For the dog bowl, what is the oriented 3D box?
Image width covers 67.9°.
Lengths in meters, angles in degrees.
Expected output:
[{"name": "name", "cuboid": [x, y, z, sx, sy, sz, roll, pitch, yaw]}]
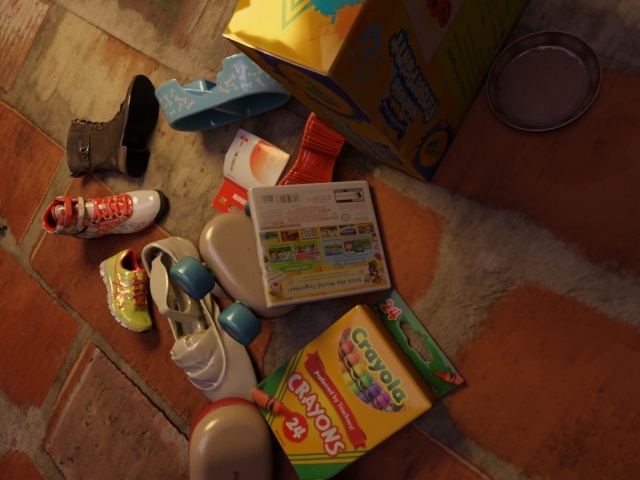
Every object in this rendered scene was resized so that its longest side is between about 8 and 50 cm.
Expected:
[{"name": "dog bowl", "cuboid": [-0.191, -0.292, 0.963, 0.297, 0.166, 0.074, -11, 91, 22]}]

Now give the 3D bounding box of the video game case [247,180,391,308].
[{"name": "video game case", "cuboid": [0.000, 0.000, 0.827, 0.026, 0.227, 0.206, 143, 119, -64]}]

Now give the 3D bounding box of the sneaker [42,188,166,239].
[{"name": "sneaker", "cuboid": [-0.494, -0.061, 1.071, 0.270, 0.145, 0.090, -13, 78, 22]}]

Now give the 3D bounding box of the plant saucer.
[{"name": "plant saucer", "cuboid": [0.361, -0.257, 0.777, 0.169, 0.029, 0.168, -3, 83, 23]}]

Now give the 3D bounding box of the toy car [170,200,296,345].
[{"name": "toy car", "cuboid": [-0.147, 0.066, 0.899, 0.210, 0.238, 0.219, 45, 63, -3]}]

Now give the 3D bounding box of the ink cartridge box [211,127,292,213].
[{"name": "ink cartridge box", "cuboid": [-0.149, -0.123, 0.981, 0.145, 0.045, 0.179, 32, 94, 25]}]

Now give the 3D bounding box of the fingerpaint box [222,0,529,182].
[{"name": "fingerpaint box", "cuboid": [0.124, -0.322, 0.664, 0.163, 0.445, 0.371, 31, 97, 25]}]

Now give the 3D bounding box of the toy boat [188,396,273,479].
[{"name": "toy boat", "cuboid": [-0.171, 0.395, 0.881, 0.151, 0.151, 0.230, -150, 59, -64]}]

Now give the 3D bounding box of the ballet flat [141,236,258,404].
[{"name": "ballet flat", "cuboid": [-0.258, 0.168, 0.945, 0.139, 0.139, 0.400, -33, 71, 17]}]

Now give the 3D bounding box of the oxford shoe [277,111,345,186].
[{"name": "oxford shoe", "cuboid": [-0.021, -0.131, 0.913, 0.097, 0.098, 0.271, 23, 109, -12]}]

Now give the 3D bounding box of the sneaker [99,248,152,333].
[{"name": "sneaker", "cuboid": [-0.416, 0.107, 1.051, 0.094, 0.081, 0.208, -37, 70, 13]}]

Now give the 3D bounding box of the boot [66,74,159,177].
[{"name": "boot", "cuboid": [-0.515, -0.270, 1.138, 0.229, 0.091, 0.262, 11, 90, 24]}]

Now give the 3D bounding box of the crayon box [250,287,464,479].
[{"name": "crayon box", "cuboid": [0.054, 0.252, 0.821, 0.318, 0.081, 0.202, -42, 69, 14]}]

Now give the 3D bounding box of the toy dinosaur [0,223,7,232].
[{"name": "toy dinosaur", "cuboid": [-0.928, 0.003, 1.307, 0.118, 0.064, 0.268, -9, 77, 30]}]
